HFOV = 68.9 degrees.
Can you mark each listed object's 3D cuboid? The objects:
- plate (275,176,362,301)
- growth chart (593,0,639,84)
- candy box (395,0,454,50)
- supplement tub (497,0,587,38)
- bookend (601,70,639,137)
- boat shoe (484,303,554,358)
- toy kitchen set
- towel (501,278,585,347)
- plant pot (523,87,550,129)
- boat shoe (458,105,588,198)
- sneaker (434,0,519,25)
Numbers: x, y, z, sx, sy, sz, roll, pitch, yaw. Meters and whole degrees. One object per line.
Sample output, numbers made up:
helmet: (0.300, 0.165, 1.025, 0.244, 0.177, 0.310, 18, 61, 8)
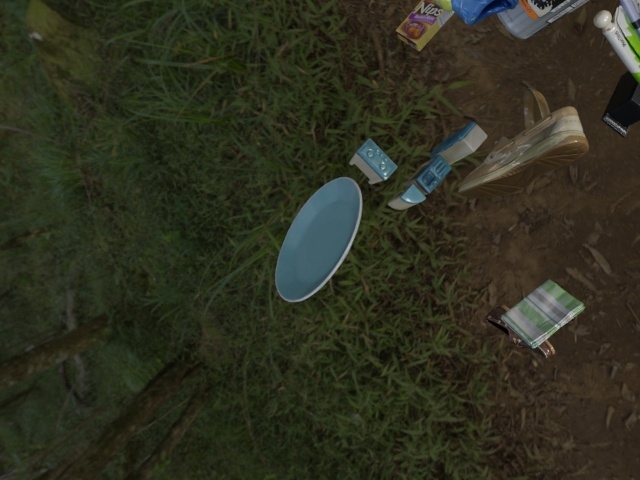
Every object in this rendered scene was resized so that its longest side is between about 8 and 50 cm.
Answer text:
plate: (0.000, 0.000, 0.639, 0.024, 0.188, 0.188, 29, 126, -26)
growth chart: (0.360, -0.277, 0.468, 0.172, 0.021, 0.237, 26, 95, -26)
candy box: (0.364, -0.762, 1.610, 0.186, 0.053, 0.109, -47, 59, 8)
supplement tub: (0.630, -0.694, 1.213, 0.316, 0.194, 0.193, -26, 93, 53)
bookend: (0.733, -0.336, 1.030, 0.072, 0.156, 0.157, 36, 159, -4)
boat shoe: (0.570, 0.272, 1.349, 0.207, 0.073, 0.073, 44, 162, 48)
toy kitchen set: (0.193, -0.186, 0.943, 0.166, 0.207, 0.122, 45, 161, -7)
towel: (0.517, 0.167, 1.094, 0.152, 0.023, 0.113, -40, 40, 3)
plant pot: (0.650, -0.338, 1.386, 0.033, 0.236, 0.236, -13, 100, 14)
boat shoe: (0.476, -0.199, 1.136, 0.341, 0.122, 0.110, -29, 57, 54)
sneaker: (0.290, -0.425, 0.703, 0.240, 0.091, 0.126, -38, 83, 22)
